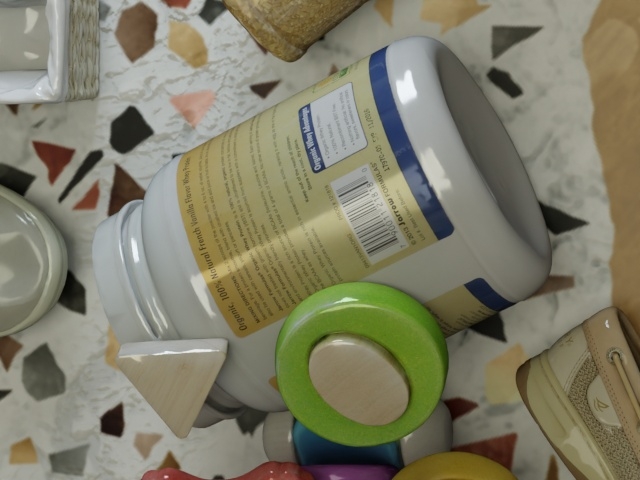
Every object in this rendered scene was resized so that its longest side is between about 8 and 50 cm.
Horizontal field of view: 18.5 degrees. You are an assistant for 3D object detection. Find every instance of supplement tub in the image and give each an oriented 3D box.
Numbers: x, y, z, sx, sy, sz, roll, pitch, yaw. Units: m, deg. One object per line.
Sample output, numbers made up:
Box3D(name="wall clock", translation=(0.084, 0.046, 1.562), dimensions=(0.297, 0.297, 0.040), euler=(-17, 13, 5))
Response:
Box3D(name="supplement tub", translation=(0.000, 0.000, 1.566), dimensions=(0.316, 0.228, 0.228), euler=(-26, 85, 16))

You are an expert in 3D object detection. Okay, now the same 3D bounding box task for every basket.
Box3D(name="basket", translation=(-0.282, -0.175, 1.709), dimensions=(0.167, 0.103, 0.113), euler=(2, 93, 16))

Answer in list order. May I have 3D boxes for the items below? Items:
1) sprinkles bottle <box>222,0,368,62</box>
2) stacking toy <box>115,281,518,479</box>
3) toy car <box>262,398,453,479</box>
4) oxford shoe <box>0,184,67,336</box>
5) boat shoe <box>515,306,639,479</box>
Box3D(name="sprinkles bottle", translation=(0.075, -0.293, 1.585), dimensions=(0.355, 0.121, 0.121), euler=(-36, 82, 16))
Box3D(name="stacking toy", translation=(-0.010, 0.194, 1.461), dimensions=(0.309, 0.130, 0.279), euler=(-13, 114, 10))
Box3D(name="toy car", translation=(0.024, 0.202, 1.617), dimensions=(0.159, 0.136, 0.182), euler=(-3, 92, 17))
Box3D(name="oxford shoe", translation=(-0.444, -0.003, 1.757), dimensions=(0.449, 0.130, 0.169), euler=(13, 95, 15))
Box3D(name="boat shoe", translation=(0.292, 0.211, 1.544), dimensions=(0.110, 0.121, 0.341), euler=(-39, 80, 16))
